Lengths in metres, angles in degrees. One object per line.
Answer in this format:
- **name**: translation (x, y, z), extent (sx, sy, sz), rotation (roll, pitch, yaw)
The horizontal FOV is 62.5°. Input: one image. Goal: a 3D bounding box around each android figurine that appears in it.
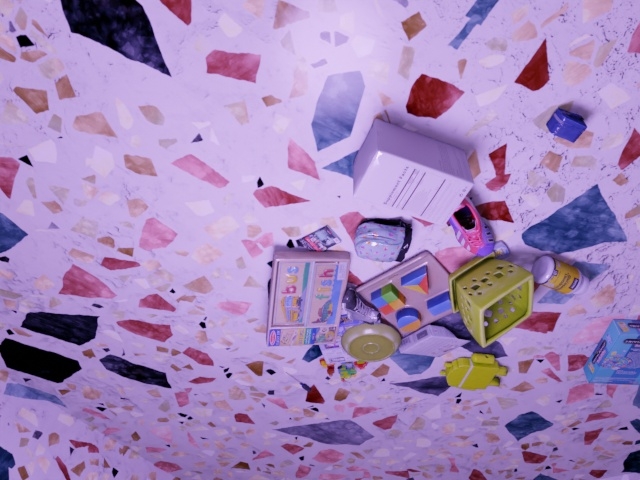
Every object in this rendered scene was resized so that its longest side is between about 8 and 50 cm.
- **android figurine**: translation (0.657, 0.574, 2.282), extent (0.273, 0.056, 0.248), rotation (7, 132, -4)

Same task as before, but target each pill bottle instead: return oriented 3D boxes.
- **pill bottle**: translation (0.839, 0.128, 1.838), extent (0.184, 0.103, 0.103), rotation (21, 130, -15)

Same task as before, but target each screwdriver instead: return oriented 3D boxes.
- **screwdriver**: translation (-0.102, 0.647, 2.407), extent (0.024, 0.025, 0.170), rotation (-32, 124, 27)

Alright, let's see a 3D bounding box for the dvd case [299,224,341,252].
- **dvd case**: translation (0.000, 0.000, 1.824), extent (0.120, 0.013, 0.087), rotation (-27, 126, 26)

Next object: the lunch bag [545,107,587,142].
- **lunch bag**: translation (0.688, -0.322, 1.462), extent (0.099, 0.067, 0.065), rotation (16, 131, -13)

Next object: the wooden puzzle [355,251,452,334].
- **wooden puzzle**: translation (0.353, 0.222, 1.963), extent (0.322, 0.080, 0.348), rotation (-32, 124, 27)

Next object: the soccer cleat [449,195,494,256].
- **soccer cleat**: translation (0.480, -0.038, 1.689), extent (0.109, 0.116, 0.318), rotation (-31, 124, 14)

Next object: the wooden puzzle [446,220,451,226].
- **wooden puzzle**: translation (0.435, -0.073, 1.741), extent (0.049, 0.006, 0.083), rotation (-22, 127, 21)

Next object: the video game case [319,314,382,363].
- **video game case**: translation (0.127, 0.397, 2.145), extent (0.270, 0.061, 0.244), rotation (-9, 132, 10)

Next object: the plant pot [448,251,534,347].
- **plant pot**: translation (0.568, 0.184, 1.798), extent (0.228, 0.207, 0.227), rotation (-30, 133, -11)

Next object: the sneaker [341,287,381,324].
- **sneaker**: translation (0.160, 0.249, 1.945), extent (0.132, 0.086, 0.228), rotation (18, 161, 20)

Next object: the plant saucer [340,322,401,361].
- **plant saucer**: translation (0.201, 0.416, 2.093), extent (0.241, 0.037, 0.240), rotation (1, 133, 1)

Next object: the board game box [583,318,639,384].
- **board game box**: translation (1.256, 0.456, 2.130), extent (0.254, 0.079, 0.336), rotation (2, 132, 1)

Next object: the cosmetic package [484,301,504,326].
- **cosmetic package**: translation (0.642, 0.287, 1.998), extent (0.099, 0.060, 0.239), rotation (-31, 129, -7)

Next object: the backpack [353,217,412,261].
- **backpack**: translation (0.202, 0.003, 1.750), extent (0.182, 0.115, 0.151), rotation (11, 134, -3)

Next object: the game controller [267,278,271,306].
- **game controller**: translation (-0.120, 0.262, 2.047), extent (0.167, 0.067, 0.319), rotation (12, 133, 12)

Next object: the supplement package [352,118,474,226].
- **supplement package**: translation (0.258, -0.195, 1.524), extent (0.293, 0.177, 0.175), rotation (17, 131, -12)

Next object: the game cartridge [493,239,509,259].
- **game cartridge**: translation (0.620, 0.035, 1.824), extent (0.056, 0.017, 0.083), rotation (-26, 126, 20)

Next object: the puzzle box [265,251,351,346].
- **puzzle box**: translation (-0.052, 0.218, 1.920), extent (0.272, 0.052, 0.408), rotation (0, 123, -12)

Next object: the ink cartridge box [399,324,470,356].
- **ink cartridge box**: translation (0.461, 0.412, 2.149), extent (0.232, 0.066, 0.189), rotation (9, 144, -36)

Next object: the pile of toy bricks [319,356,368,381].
- **pile of toy bricks**: translation (0.107, 0.554, 2.258), extent (0.212, 0.105, 0.118), rotation (-9, 131, 11)
